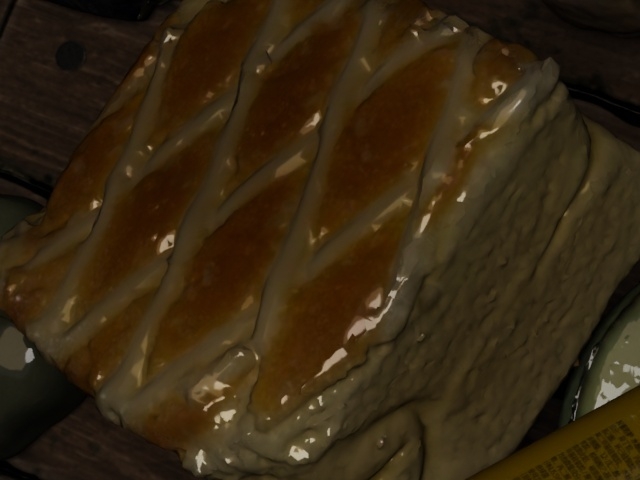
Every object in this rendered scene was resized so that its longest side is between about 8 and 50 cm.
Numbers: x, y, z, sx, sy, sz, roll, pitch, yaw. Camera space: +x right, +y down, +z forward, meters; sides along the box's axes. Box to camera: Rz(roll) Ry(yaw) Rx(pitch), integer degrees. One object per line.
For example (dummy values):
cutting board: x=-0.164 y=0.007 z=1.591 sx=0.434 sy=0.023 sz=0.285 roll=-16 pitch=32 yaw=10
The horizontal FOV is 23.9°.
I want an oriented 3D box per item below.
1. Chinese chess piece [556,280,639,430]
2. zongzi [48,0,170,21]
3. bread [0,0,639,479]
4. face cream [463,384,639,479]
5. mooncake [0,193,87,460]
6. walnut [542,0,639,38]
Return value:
Chinese chess piece: x=0.353 y=0.165 z=1.139 sx=0.349 sy=0.146 sz=0.349 roll=-3 pitch=76 yaw=13
zongzi: x=-0.197 y=-0.441 z=1.272 sx=0.208 sy=0.432 sz=0.403 roll=21 pitch=80 yaw=25
bread: x=0.000 y=0.000 z=1.151 sx=0.371 sy=0.279 sz=0.390 roll=33 pitch=83 yaw=39
face cream: x=0.164 y=0.185 z=1.026 sx=0.349 sy=0.105 sz=0.105 roll=-27 pitch=71 yaw=-8
mooncake: x=-0.330 y=0.072 z=1.335 sx=0.275 sy=0.135 sz=0.275 roll=-2 pitch=80 yaw=11
walnut: x=0.259 y=-0.291 z=1.233 sx=0.248 sy=0.248 sz=0.248 roll=-3 pitch=76 yaw=13
